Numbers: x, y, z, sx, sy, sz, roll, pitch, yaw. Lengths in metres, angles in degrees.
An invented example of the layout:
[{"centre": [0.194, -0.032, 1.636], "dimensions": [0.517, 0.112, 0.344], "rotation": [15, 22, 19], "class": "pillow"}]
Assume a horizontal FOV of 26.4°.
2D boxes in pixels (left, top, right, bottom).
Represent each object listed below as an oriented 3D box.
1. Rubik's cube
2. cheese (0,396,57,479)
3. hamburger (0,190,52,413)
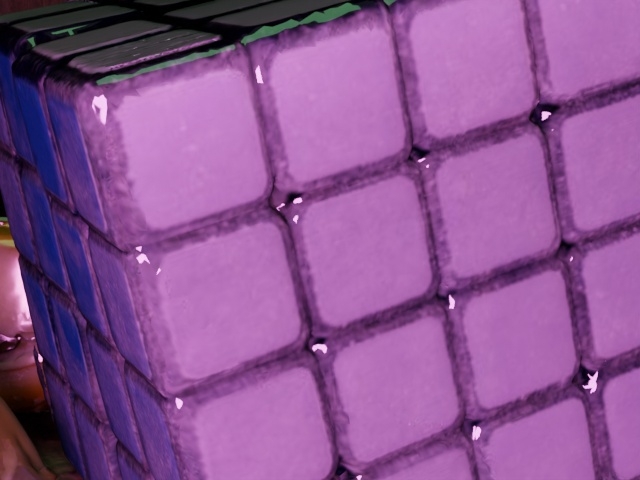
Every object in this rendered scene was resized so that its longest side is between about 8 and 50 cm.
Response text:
[{"centre": [0.000, 0.000, 0.879], "dimensions": [0.344, 0.344, 0.337], "rotation": [-19, 19, -21], "class": "Rubik's cube"}, {"centre": [-0.299, 0.092, 0.772], "dimensions": [0.128, 0.316, 0.259], "rotation": [-39, 11, 5], "class": "cheese"}, {"centre": [-0.233, 0.044, 1.150], "dimensions": [0.300, 0.176, 0.300], "rotation": [-2, 12, 0], "class": "hamburger"}]
